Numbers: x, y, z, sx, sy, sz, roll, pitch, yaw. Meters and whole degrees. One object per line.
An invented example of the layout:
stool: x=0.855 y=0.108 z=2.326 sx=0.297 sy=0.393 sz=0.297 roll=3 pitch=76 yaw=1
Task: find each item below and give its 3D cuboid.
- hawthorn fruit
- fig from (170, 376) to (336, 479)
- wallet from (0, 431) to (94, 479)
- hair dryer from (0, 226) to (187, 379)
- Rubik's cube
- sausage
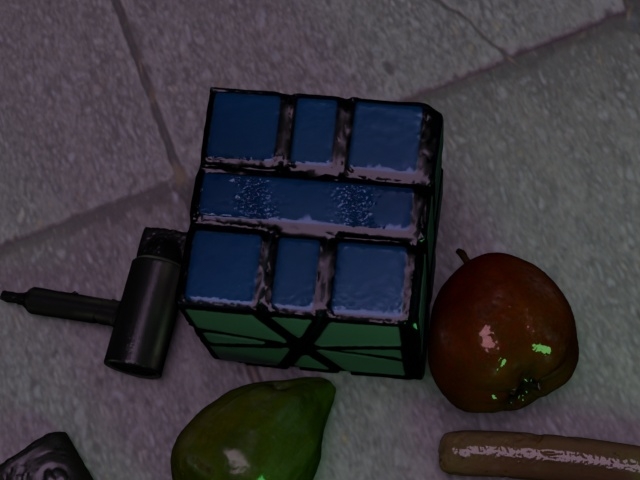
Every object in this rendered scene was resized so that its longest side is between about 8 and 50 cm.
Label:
hawthorn fruit: x=0.211 y=0.098 z=1.645 sx=0.196 sy=0.196 sz=0.226 roll=-18 pitch=55 yaw=-1
fig: x=-0.075 y=0.251 z=1.626 sx=0.167 sy=0.167 sz=0.233 roll=42 pitch=87 yaw=16
wallet: x=-0.312 y=0.407 z=1.654 sx=0.170 sy=0.044 sz=0.321 roll=-33 pitch=72 yaw=-8
hair dryer: x=-0.301 y=0.065 z=1.760 sx=0.248 sy=0.078 sz=0.196 roll=8 pitch=71 yaw=13
Rubik's cube: x=0.000 y=0.000 z=1.637 sx=0.288 sy=0.293 sz=0.284 roll=5 pitch=74 yaw=5
sausage: x=0.295 y=0.271 z=1.638 sx=0.301 sy=0.066 sz=0.066 roll=6 pitch=72 yaw=5
